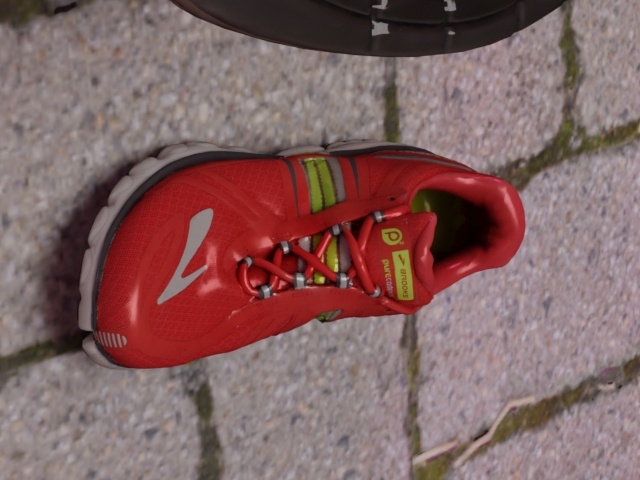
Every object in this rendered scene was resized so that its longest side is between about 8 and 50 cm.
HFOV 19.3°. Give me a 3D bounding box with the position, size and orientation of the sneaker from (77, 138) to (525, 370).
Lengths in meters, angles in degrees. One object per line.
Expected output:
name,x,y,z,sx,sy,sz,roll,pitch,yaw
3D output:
sneaker,0.000,0.000,0.951,0.279,0.118,0.107,-19,112,-44

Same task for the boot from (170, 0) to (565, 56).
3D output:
boot,-0.012,-0.174,0.772,0.377,0.284,0.138,-27,119,-42
